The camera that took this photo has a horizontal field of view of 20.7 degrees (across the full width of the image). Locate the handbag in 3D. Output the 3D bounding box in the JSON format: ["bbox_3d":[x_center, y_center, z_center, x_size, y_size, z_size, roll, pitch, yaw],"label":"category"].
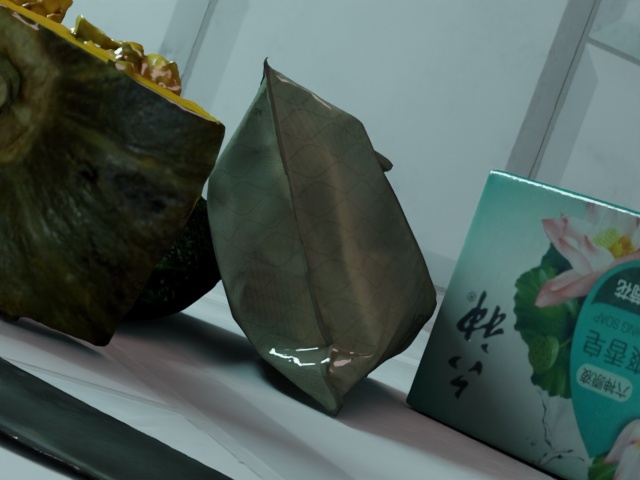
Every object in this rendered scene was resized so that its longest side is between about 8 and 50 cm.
[{"bbox_3d":[0.000,0.000,0.989,0.117,0.183,0.270,-10,-2,5],"label":"handbag"}]

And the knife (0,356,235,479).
[{"bbox_3d":[-0.117,0.041,0.570,0.245,0.019,0.072,23,4,24],"label":"knife"}]

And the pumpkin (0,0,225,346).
[{"bbox_3d":[-0.168,-0.072,0.858,0.280,0.139,0.190,30,11,7],"label":"pumpkin"}]

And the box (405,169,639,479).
[{"bbox_3d":[0.181,0.067,0.973,0.245,0.153,0.092,20,1,44],"label":"box"}]

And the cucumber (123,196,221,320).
[{"bbox_3d":[-0.096,0.008,0.971,0.074,0.074,0.241,21,4,3],"label":"cucumber"}]
